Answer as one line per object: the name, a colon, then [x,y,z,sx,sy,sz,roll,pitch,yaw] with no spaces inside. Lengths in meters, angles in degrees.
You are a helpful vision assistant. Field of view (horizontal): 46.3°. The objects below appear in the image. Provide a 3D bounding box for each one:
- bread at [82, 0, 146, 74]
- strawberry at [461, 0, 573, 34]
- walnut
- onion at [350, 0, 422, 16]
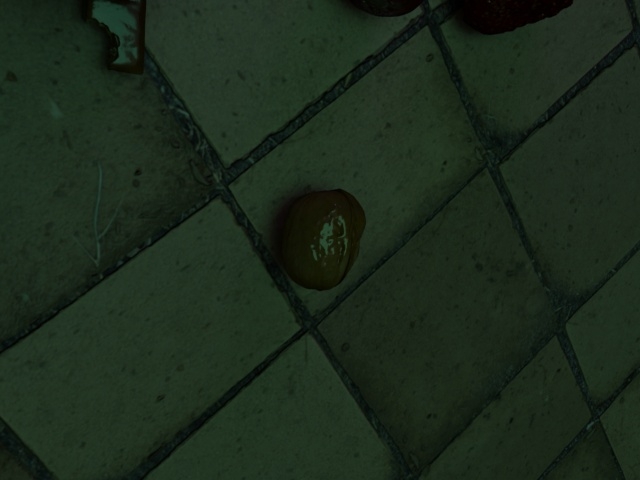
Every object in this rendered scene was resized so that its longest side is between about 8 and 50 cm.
bread: [-0.289,-0.352,1.051,0.088,0.049,0.226,-2,104,-32]
strawberry: [0.391,-0.499,1.336,0.261,0.261,0.258,6,92,-33]
walnut: [0.000,0.000,1.269,0.144,0.144,0.180,-2,108,-32]
onion: [0.119,-0.464,1.220,0.159,0.159,0.195,37,70,-33]
